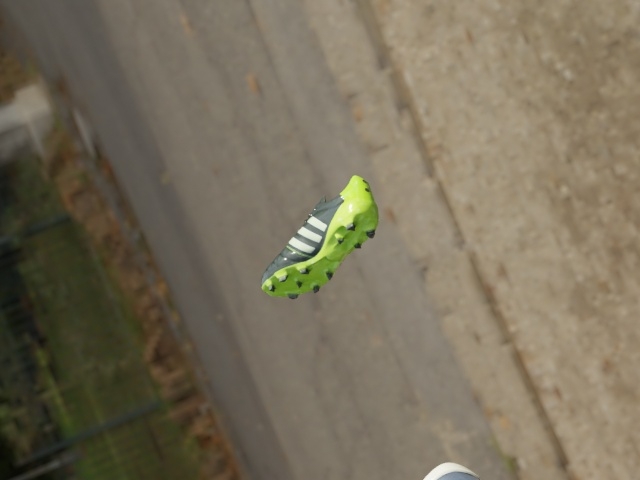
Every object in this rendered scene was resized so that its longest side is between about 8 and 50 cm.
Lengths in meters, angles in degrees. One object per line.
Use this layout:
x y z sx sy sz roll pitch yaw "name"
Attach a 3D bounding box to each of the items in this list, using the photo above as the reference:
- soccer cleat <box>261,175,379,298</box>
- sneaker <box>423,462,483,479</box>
0.000 0.000 1.751 0.179 0.060 0.072 -40 40 37 "soccer cleat"
0.274 0.429 2.166 0.350 0.131 0.148 34 -178 -23 "sneaker"
